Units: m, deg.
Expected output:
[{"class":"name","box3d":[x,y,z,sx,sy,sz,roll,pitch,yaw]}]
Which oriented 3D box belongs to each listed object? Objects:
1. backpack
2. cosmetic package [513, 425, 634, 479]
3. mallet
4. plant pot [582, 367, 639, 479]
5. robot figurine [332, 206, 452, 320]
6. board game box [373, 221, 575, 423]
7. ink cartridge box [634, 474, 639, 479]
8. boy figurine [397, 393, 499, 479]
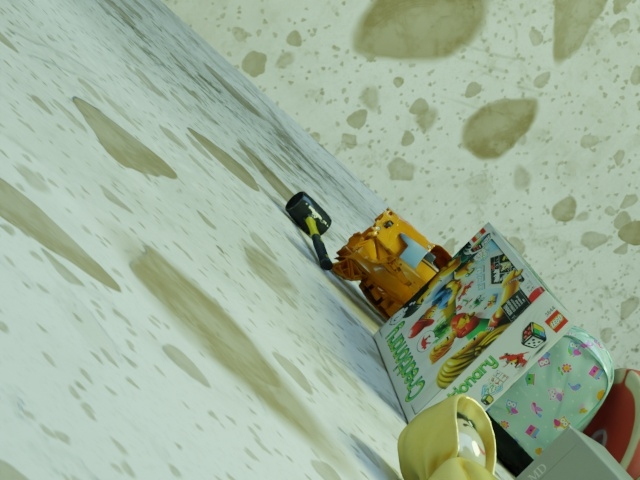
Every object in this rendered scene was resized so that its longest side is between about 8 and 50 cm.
[{"class":"backpack","box3d":[0.267,0.184,1.945,0.152,0.182,0.115,45,6,-1]},{"class":"cosmetic package","box3d":[0.276,0.300,1.520,0.238,0.127,0.107,47,7,33]},{"class":"mallet","box3d":[0.000,0.000,2.137,0.062,0.039,0.190,43,11,-29]},{"class":"plant pot","box3d":[0.430,0.289,1.988,0.243,0.275,0.275,25,12,-16]},{"class":"robot figurine","box3d":[0.150,0.093,2.072,0.291,0.085,0.211,44,-22,-2]},{"class":"board game box","box3d":[0.158,0.096,1.776,0.053,0.193,0.305,43,6,-13]},{"class":"ink cartridge box","box3d":[0.419,0.320,1.781,0.193,0.235,0.088,47,8,14]},{"class":"boy figurine","box3d":[0.150,0.235,1.312,0.177,0.092,0.285,36,13,-36]}]
